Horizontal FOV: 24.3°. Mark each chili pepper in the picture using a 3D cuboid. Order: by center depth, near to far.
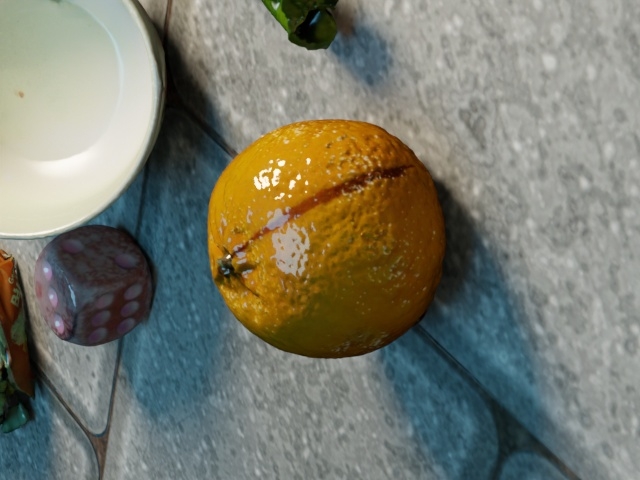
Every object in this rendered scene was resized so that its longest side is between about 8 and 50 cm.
[{"bbox_3d":[-0.104,-0.263,1.228,0.359,0.076,0.085,41,170,39],"label":"chili pepper"}]

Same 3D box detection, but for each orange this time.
[{"bbox_3d":[0.000,0.000,1.121,0.193,0.161,0.193,25,126,41],"label":"orange"}]

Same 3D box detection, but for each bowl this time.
[{"bbox_3d":[-0.263,-0.144,1.383,0.277,0.145,0.277,1,98,8],"label":"bowl"}]

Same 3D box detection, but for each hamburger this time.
[{"bbox_3d":[-0.458,0.122,1.805,0.260,0.150,0.276,40,134,40],"label":"hamburger"}]

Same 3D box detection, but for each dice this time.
[{"bbox_3d":[-0.232,0.046,1.512,0.091,0.094,0.093,47,139,30],"label":"dice"}]
